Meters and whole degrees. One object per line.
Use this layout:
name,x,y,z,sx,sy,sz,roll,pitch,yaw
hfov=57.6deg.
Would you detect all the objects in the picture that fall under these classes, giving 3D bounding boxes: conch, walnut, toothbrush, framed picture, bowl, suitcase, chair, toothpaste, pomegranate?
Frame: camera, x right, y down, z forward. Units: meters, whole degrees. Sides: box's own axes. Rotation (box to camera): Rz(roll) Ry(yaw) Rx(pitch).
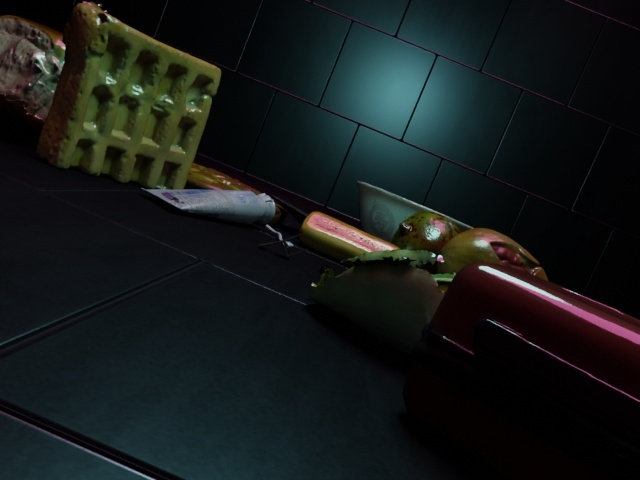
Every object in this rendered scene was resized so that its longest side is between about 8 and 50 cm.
conch,0.102,0.068,0.733,0.250,0.137,0.143,24,7,14
walnut,0.396,0.099,1.301,0.297,0.203,0.203,39,5,-4
toothbrush,-0.096,-0.011,1.282,0.017,0.014,0.162,3,15,-27
framed picture,-0.025,-0.043,1.518,0.199,0.010,0.195,32,-8,40
bowl,0.278,-0.017,1.817,0.434,0.196,0.435,23,7,-3
suitcase,0.244,0.142,0.507,0.297,0.161,0.236,28,9,35
chair,-0.069,0.015,1.080,0.086,0.042,0.037,-13,3,4
toothpaste,-0.215,-0.074,1.196,0.114,0.073,0.299,28,15,34
pomegranate,0.289,0.045,1.551,0.198,0.246,0.198,-10,24,5

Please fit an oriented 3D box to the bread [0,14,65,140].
bread,-0.586,-0.325,1.227,0.250,0.225,0.279,18,-13,16

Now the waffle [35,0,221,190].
waffle,-0.360,-0.260,1.145,0.077,0.305,0.348,27,9,30

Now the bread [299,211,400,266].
bread,0.067,0.016,1.331,0.239,0.074,0.093,25,42,11

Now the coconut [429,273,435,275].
coconut,0.188,0.101,1.060,0.082,0.081,0.083,65,11,25

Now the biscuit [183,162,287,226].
biscuit,-0.236,-0.129,1.520,0.350,0.070,0.394,19,7,-32
